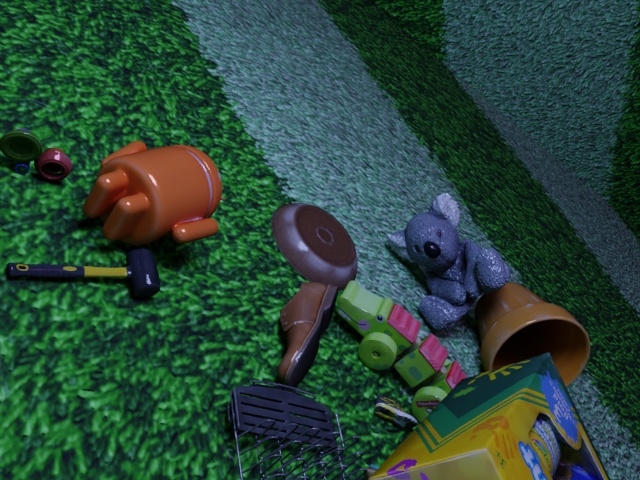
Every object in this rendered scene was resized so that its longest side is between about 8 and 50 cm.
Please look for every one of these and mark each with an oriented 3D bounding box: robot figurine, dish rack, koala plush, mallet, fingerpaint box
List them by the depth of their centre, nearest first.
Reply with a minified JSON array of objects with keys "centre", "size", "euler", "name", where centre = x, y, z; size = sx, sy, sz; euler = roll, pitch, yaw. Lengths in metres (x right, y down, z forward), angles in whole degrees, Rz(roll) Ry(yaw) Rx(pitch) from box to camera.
[{"centre":[-0.013,0.295,0.792],"size":[0.208,0.074,0.271],"euler":[26,36,-39],"name":"dish rack"},{"centre":[-0.290,0.047,0.806],"size":[0.190,0.039,0.062],"euler":[-4,59,-45],"name":"mallet"},{"centre":[0.288,0.413,0.811],"size":[0.371,0.163,0.444],"euler":[-13,77,-60],"name":"fingerpaint box"},{"centre":[-0.229,-0.070,0.913],"size":[0.158,0.128,0.219],"euler":[10,20,27],"name":"robot figurine"},{"centre":[0.253,0.033,1.311],"size":[0.221,0.196,0.203],"euler":[49,21,6],"name":"koala plush"}]

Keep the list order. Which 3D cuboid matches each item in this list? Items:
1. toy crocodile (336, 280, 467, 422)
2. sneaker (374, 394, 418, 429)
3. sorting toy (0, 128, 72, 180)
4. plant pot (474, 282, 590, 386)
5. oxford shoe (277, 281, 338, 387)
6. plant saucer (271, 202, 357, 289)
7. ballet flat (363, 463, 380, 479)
[{"centre":[0.164,0.197,1.085],"size":[0.340,0.105,0.115],"euler":[45,32,1],"name":"toy crocodile"},{"centre":[0.122,0.272,1.023],"size":[0.083,0.031,0.035],"euler":[33,34,-20],"name":"sneaker"},{"centre":[-0.382,-0.119,0.857],"size":[0.102,0.061,0.042],"euler":[46,23,-47],"name":"sorting toy"},{"centre":[0.408,0.188,1.311],"size":[0.205,0.205,0.188],"euler":[30,19,-23],"name":"plant pot"},{"centre":[-0.034,0.139,0.978],"size":[0.076,0.076,0.212],"euler":[15,35,8],"name":"oxford shoe"},{"centre":[0.000,0.000,1.183],"size":[0.199,0.036,0.198],"euler":[30,35,-23],"name":"plant saucer"},{"centre":[0.146,0.389,0.884],"size":[0.232,0.080,0.073],"euler":[33,68,-17],"name":"ballet flat"}]
